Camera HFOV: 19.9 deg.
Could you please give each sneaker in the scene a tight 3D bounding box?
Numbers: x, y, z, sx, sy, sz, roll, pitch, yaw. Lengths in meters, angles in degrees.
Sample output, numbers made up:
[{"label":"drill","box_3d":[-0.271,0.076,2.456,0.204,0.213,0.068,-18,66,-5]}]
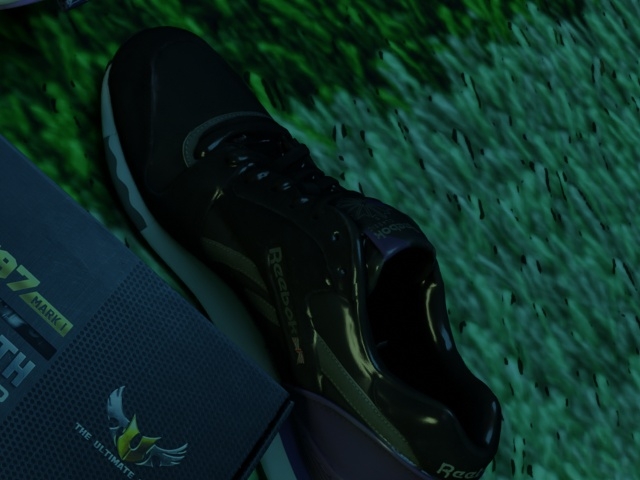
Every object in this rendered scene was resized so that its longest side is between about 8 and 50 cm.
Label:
[{"label":"sneaker","box_3d":[0.000,0.000,0.882,0.107,0.124,0.283,-17,73,-44]}]

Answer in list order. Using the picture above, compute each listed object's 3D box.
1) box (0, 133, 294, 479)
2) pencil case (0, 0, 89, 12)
[{"label":"box","box_3d":[-0.145,0.059,0.774,0.233,0.059,0.183,43,43,-6]},{"label":"pencil case","box_3d":[-0.174,-0.203,0.866,0.088,0.086,0.206,-30,111,-21]}]
